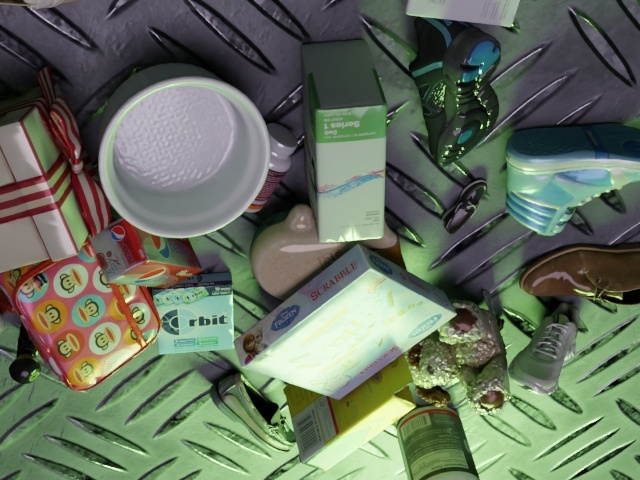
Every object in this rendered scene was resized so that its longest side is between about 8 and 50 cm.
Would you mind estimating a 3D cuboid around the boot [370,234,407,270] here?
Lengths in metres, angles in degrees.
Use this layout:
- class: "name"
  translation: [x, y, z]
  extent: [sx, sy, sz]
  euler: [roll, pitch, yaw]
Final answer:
- class: "boot"
  translation: [0.029, 0.091, 1.909]
  extent: [0.295, 0.104, 0.211]
  euler: [-15, 125, 0]

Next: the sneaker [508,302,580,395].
- class: "sneaker"
  translation: [0.478, 0.224, 2.012]
  extent: [0.110, 0.292, 0.118]
  euler: [24, 120, 17]

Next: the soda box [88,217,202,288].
- class: "soda box"
  translation: [-0.301, 0.024, 1.684]
  extent: [0.083, 0.092, 0.263]
  euler: [-27, 170, 10]

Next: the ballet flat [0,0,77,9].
- class: "ballet flat"
  translation: [-0.453, -0.374, 1.409]
  extent: [0.248, 0.086, 0.086]
  euler: [-1, 131, -11]

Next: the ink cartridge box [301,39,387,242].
- class: "ink cartridge box"
  translation: [0.037, -0.163, 1.606]
  extent: [0.117, 0.201, 0.278]
  euler: [-6, 132, -5]

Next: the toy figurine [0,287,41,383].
- class: "toy figurine"
  translation: [-0.650, 0.190, 1.818]
  extent: [0.209, 0.148, 0.213]
  euler: [-18, 132, 5]

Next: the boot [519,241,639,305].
- class: "boot"
  translation: [0.569, 0.081, 1.982]
  extent: [0.305, 0.115, 0.112]
  euler: [-8, 133, -2]

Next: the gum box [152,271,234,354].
- class: "gum box"
  translation: [-0.254, 0.148, 1.929]
  extent: [0.157, 0.041, 0.184]
  euler: [-4, 132, -7]

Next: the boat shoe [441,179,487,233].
- class: "boat shoe"
  translation: [0.281, -0.064, 1.849]
  extent: [0.046, 0.038, 0.125]
  euler: [25, 122, -29]

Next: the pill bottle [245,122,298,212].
- class: "pill bottle"
  translation: [-0.105, -0.129, 1.686]
  extent: [0.086, 0.086, 0.152]
  euler: [21, 124, -26]

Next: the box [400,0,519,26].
- class: "box"
  translation: [0.221, -0.439, 1.457]
  extent: [0.181, 0.119, 0.181]
  euler: [3, 130, -14]

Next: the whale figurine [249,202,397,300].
- class: "whale figurine"
  translation: [0.000, 0.000, 1.781]
  extent: [0.272, 0.141, 0.216]
  euler: [-24, 126, 10]

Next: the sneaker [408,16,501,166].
- class: "sneaker"
  translation: [0.223, -0.259, 1.627]
  extent: [0.125, 0.140, 0.341]
  euler: [-34, 154, -18]

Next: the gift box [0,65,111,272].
- class: "gift box"
  translation: [-0.489, -0.112, 1.527]
  extent: [0.258, 0.276, 0.255]
  euler: [-14, 119, 7]

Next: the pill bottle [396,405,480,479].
- class: "pill bottle"
  translation: [0.280, 0.537, 2.207]
  extent: [0.161, 0.283, 0.161]
  euler: [-5, 132, -6]

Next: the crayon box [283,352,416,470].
- class: "crayon box"
  translation: [0.074, 0.319, 2.030]
  extent: [0.318, 0.202, 0.081]
  euler: [-40, 132, 23]

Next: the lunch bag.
- class: "lunch bag"
  translation: [-0.424, 0.107, 1.771]
  extent: [0.258, 0.120, 0.293]
  euler: [-37, 130, -22]

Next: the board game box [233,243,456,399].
- class: "board game box"
  translation: [0.052, 0.167, 1.833]
  extent: [0.318, 0.066, 0.318]
  euler: [-38, 142, 18]

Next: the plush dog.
- class: "plush dog"
  translation: [0.275, 0.236, 2.046]
  extent: [0.225, 0.210, 0.262]
  euler: [-18, 105, 23]

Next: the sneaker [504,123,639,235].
- class: "sneaker"
  translation: [0.495, -0.105, 1.802]
  extent: [0.319, 0.127, 0.208]
  euler: [1, 129, 0]

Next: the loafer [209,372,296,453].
- class: "loafer"
  translation: [-0.130, 0.386, 2.129]
  extent: [0.084, 0.096, 0.267]
  euler: [-38, 125, 14]

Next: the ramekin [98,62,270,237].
- class: "ramekin"
  translation: [-0.232, -0.155, 1.569]
  extent: [0.277, 0.135, 0.277]
  euler: [-9, 120, -16]
